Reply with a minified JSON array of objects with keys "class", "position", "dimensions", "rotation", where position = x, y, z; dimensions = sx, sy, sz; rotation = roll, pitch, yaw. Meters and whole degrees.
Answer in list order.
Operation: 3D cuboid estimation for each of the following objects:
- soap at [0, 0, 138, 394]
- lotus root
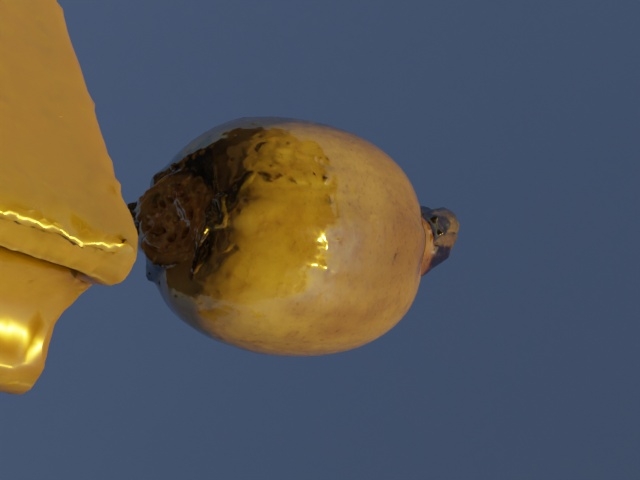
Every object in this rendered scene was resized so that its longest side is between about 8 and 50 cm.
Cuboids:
[{"class":"soap","position":[-0.236,-0.073,0.593],"dimensions":[0.096,0.324,0.204],"rotation":[-47,-134,25]},{"class":"lotus root","position":[0.000,0.000,1.267],"dimensions":[0.183,0.310,0.182],"rotation":[-5,-98,42]}]
